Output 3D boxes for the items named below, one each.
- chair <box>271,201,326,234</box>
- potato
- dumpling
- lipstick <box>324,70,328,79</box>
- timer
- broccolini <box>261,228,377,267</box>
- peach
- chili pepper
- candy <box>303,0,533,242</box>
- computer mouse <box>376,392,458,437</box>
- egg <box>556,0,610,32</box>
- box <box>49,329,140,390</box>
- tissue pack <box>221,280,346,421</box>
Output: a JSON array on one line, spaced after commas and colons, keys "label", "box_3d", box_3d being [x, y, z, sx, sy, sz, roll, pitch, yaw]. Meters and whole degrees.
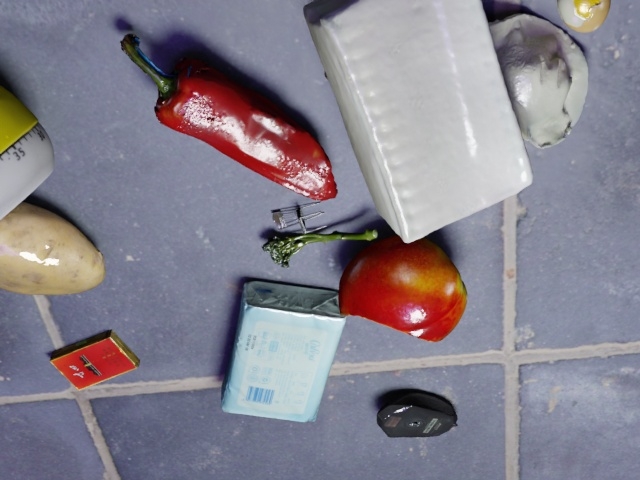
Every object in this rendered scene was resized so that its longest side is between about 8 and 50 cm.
[{"label": "chair", "box_3d": [-0.035, -0.031, 1.588, 0.086, 0.042, 0.037, -14, 124, 11]}, {"label": "potato", "box_3d": [-0.454, 0.012, 1.576, 0.234, 0.128, 0.161, 6, 145, -11]}, {"label": "dumpling", "box_3d": [0.298, -0.232, 1.394, 0.155, 0.111, 0.181, -35, 136, -12]}, {"label": "lipstick", "box_3d": [0.116, -0.179, 1.448, 0.070, 0.070, 0.254, -36, 121, 25]}, {"label": "timer", "box_3d": [-0.532, -0.134, 1.374, 0.285, 0.285, 0.285, 0, 130, 0]}, {"label": "broccolini", "box_3d": [0.001, -0.003, 1.601, 0.194, 0.052, 0.054, -14, 114, 19]}, {"label": "peach", "box_3d": [0.130, 0.089, 1.596, 0.192, 0.190, 0.190, -36, 123, 3]}, {"label": "chili pepper", "box_3d": [-0.121, -0.167, 1.434, 0.387, 0.110, 0.110, 29, 124, -27]}, {"label": "candy", "box_3d": [0.128, -0.195, 1.325, 0.208, 0.145, 0.359, -27, 116, -7]}, {"label": "computer mouse", "box_3d": [0.179, 0.325, 1.879, 0.172, 0.057, 0.099, 11, 128, -25]}, {"label": "egg", "box_3d": [0.352, -0.315, 1.338, 0.071, 0.071, 0.083, -10, 130, 8]}, {"label": "box", "box_3d": [-0.405, 0.216, 1.802, 0.133, 0.023, 0.090, -21, 125, 16]}, {"label": "tissue pack", "box_3d": [-0.068, 0.195, 1.747, 0.177, 0.089, 0.263, 8, 127, -9]}]
